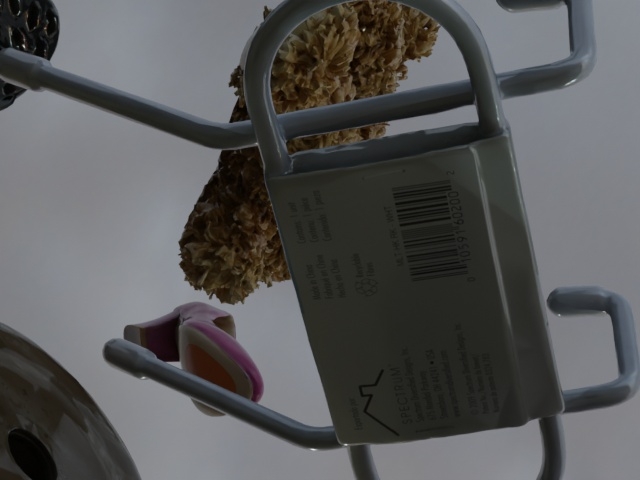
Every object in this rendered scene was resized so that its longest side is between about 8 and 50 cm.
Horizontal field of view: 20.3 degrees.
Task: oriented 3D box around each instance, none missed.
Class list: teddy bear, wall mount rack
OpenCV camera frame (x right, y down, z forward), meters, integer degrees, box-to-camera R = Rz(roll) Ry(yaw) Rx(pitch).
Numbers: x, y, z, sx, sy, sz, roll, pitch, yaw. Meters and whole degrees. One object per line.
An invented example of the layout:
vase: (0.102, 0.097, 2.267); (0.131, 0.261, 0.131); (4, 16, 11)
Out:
teddy bear: (-0.001, -0.070, 1.155); (0.113, 0.245, 0.338); (24, -49, 4)
wall mount rack: (0.000, 0.000, 0.910); (0.304, 0.130, 0.350); (-8, -54, 8)

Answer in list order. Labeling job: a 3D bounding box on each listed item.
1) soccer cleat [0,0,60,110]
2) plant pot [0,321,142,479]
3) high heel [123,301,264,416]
soccer cleat: (-0.267, -0.158, 0.931); (0.116, 0.318, 0.108); (39, -83, 30)
plant pot: (-0.253, 0.195, 0.990); (0.280, 0.323, 0.323); (-37, -84, 17)
high heel: (-0.082, 0.103, 1.633); (0.244, 0.117, 0.082); (5, -76, 61)
